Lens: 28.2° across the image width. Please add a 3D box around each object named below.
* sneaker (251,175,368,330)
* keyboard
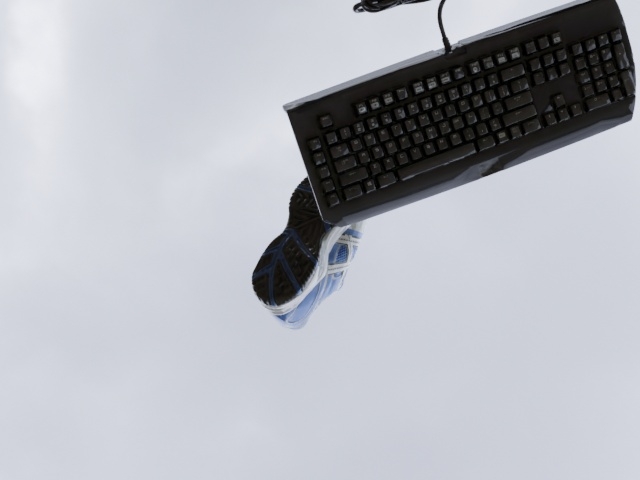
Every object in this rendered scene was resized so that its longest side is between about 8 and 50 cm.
[{"bbox_3d":[0.000,0.000,1.316,0.080,0.081,0.211,21,-120,28],"label":"sneaker"},{"bbox_3d":[0.121,-0.153,1.125,0.317,0.033,0.202,-21,-83,-8],"label":"keyboard"}]
